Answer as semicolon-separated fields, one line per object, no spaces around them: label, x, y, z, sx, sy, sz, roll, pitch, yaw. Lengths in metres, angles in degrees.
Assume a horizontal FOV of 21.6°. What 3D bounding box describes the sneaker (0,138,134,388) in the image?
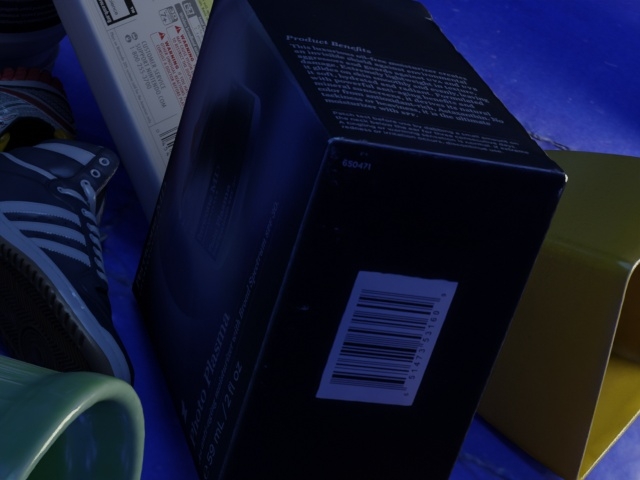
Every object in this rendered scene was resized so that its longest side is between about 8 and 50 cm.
sneaker;-0.192;0.015;1.312;0.153;0.099;0.282;-18;49;-39

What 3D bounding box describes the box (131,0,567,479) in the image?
box;0.000;0.000;1.221;0.182;0.296;0.294;8;27;-22

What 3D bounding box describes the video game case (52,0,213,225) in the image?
video game case;-0.089;-0.165;1.478;0.300;0.036;0.329;-32;102;-48

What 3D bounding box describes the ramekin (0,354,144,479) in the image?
ramekin;-0.226;0.193;0.911;0.148;0.303;0.303;20;35;11

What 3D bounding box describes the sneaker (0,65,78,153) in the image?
sneaker;-0.305;-0.097;1.407;0.225;0.088;0.093;-5;47;-30

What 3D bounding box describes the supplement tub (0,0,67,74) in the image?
supplement tub;-0.295;-0.282;1.486;0.191;0.272;0.191;13;35;-9

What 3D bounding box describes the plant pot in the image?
plant pot;0.193;0.038;1.405;0.187;0.212;0.212;23;34;24
